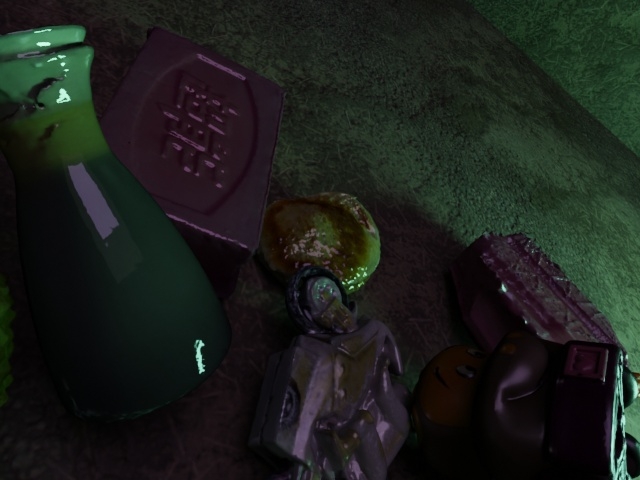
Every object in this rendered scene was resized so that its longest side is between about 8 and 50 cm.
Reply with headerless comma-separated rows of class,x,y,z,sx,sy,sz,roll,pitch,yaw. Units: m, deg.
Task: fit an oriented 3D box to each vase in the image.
vase,-0.206,-0.013,0.435,0.173,0.173,0.322,-36,120,-44

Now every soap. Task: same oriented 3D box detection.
soap,0.356,0.135,0.797,0.220,0.127,0.325,-7,50,-34
soap,-0.189,-0.121,0.674,0.232,0.128,0.360,20,47,-19

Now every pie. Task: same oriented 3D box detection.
pie,0.000,0.000,0.730,0.205,0.084,0.179,-14,66,-33

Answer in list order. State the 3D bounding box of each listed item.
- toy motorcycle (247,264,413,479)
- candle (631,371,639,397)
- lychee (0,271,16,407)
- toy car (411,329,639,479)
toy motorcycle,0.026,0.206,0.573,0.222,0.107,0.341,30,52,-27
candle,0.517,0.273,0.883,0.328,0.048,0.051,6,67,-30
lychee,-0.352,0.105,0.301,0.269,0.270,0.320,38,35,-1
toy car,0.255,0.275,0.587,0.271,0.240,0.341,-32,114,-50
